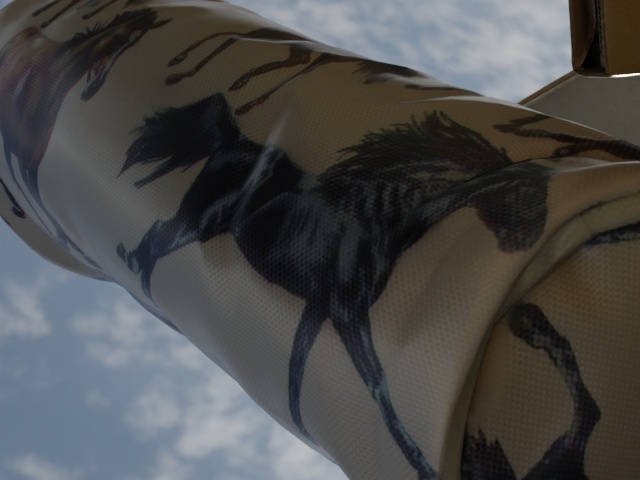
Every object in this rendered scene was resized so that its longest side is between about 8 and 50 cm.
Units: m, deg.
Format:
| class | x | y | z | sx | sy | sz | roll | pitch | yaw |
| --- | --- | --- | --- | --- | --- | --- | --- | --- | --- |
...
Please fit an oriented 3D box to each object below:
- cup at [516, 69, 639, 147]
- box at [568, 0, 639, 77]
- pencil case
| class | x | y | z | sx | sy | sz | roll | pitch | yaw |
| --- | --- | --- | --- | --- | --- | --- | --- | --- | --- |
| cup | 0.316 | -0.066 | 1.036 | 0.237 | 0.331 | 0.331 | 60 | -147 | -2 |
| box | 0.169 | -0.147 | 0.476 | 0.201 | 0.164 | 0.021 | -9 | -172 | -28 |
| pencil case | 0.000 | 0.000 | 0.553 | 0.183 | 0.160 | 0.410 | 38 | 174 | -40 |
